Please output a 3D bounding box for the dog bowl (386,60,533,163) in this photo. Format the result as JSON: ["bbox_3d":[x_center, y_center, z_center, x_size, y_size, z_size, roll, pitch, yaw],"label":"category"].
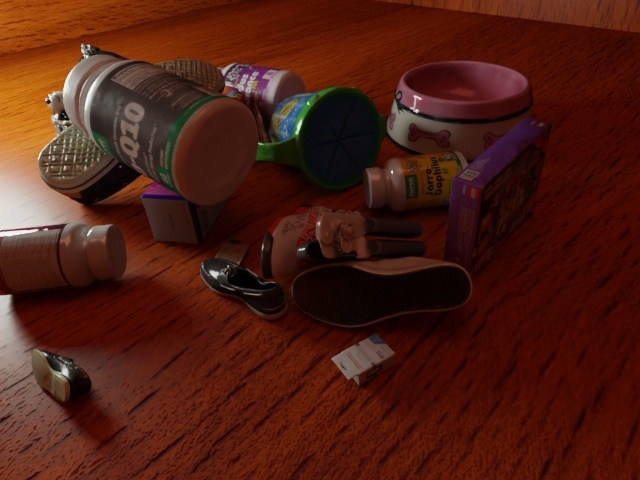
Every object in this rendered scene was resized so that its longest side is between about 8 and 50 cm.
[{"bbox_3d":[0.386,-0.372,1.297,0.408,0.150,0.408,-2,36,2],"label":"dog bowl"}]

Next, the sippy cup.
[{"bbox_3d":[-0.008,-0.259,1.140,0.305,0.240,0.224,19,8,-38],"label":"sippy cup"}]

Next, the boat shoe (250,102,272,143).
[{"bbox_3d":[-0.169,-0.296,1.276,0.060,0.064,0.178,-21,66,11],"label":"boat shoe"}]

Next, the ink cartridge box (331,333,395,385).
[{"bbox_3d":[0.063,0.179,0.695,0.083,0.028,0.048,-22,41,-23],"label":"ink cartridge box"}]

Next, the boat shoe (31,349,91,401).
[{"bbox_3d":[-0.391,0.198,0.702,0.133,0.049,0.042,17,13,35],"label":"boat shoe"}]

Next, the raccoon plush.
[{"bbox_3d":[-0.581,-0.385,1.437,0.446,0.299,0.216,13,9,-32],"label":"raccoon plush"}]

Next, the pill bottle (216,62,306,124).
[{"bbox_3d":[-0.208,-0.443,1.424,0.301,0.169,0.169,18,42,27],"label":"pill bottle"}]

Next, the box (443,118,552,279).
[{"bbox_3d":[0.329,-0.080,0.871,0.057,0.201,0.293,25,46,34],"label":"box"}]

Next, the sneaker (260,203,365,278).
[{"bbox_3d":[0.000,-0.001,0.851,0.145,0.090,0.270,9,21,14],"label":"sneaker"}]

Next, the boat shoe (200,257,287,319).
[{"bbox_3d":[-0.141,0.066,0.832,0.206,0.065,0.075,25,46,33],"label":"boat shoe"}]

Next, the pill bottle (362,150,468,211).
[{"bbox_3d":[0.201,-0.125,1.011,0.208,0.118,0.117,-7,37,-5],"label":"pill bottle"}]

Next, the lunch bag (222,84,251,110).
[{"bbox_3d":[-0.363,-0.328,1.315,0.293,0.120,0.258,18,61,25],"label":"lunch bag"}]

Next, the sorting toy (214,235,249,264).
[{"bbox_3d":[-0.173,0.020,0.940,0.062,0.012,0.083,2,41,15],"label":"sorting toy"}]

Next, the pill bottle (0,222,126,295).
[{"bbox_3d":[-0.484,0.031,0.862,0.221,0.121,0.121,-6,37,-3],"label":"pill bottle"}]

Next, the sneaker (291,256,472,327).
[{"bbox_3d":[0.101,0.083,0.790,0.290,0.106,0.123,-2,2,15],"label":"sneaker"}]

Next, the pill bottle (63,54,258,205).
[{"bbox_3d":[-0.316,-0.227,0.917,0.361,0.204,0.204,28,47,25],"label":"pill bottle"}]

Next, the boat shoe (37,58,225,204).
[{"bbox_3d":[-0.438,-0.272,1.150,0.187,0.156,0.500,38,68,13],"label":"boat shoe"}]

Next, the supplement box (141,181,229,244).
[{"bbox_3d":[-0.280,-0.104,1.030,0.114,0.111,0.220,5,37,11],"label":"supplement box"}]

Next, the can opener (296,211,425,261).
[{"bbox_3d":[0.081,-0.004,0.814,0.280,0.074,0.093,1,-9,-43],"label":"can opener"}]
